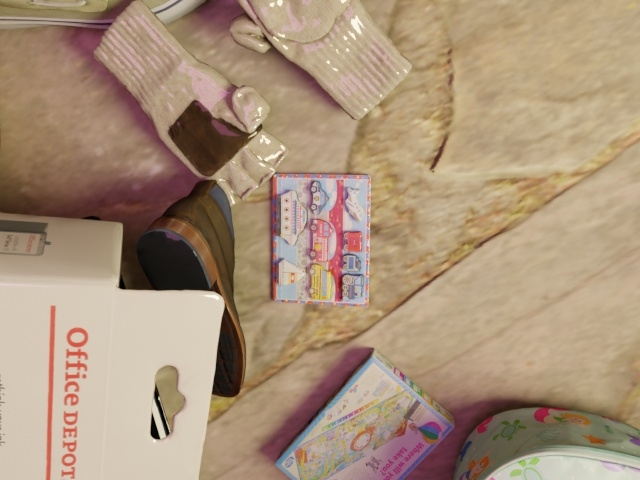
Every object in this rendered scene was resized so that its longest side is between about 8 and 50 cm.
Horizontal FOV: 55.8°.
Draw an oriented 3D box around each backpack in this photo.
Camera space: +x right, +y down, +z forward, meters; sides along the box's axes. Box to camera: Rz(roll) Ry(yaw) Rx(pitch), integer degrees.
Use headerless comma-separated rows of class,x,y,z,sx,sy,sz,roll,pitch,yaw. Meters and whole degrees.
backpack,0.208,0.279,0.505,0.224,0.191,0.254,10,94,10

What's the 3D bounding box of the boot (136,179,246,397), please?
boot,-0.100,0.050,0.585,0.082,0.106,0.219,3,128,14

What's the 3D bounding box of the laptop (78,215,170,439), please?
laptop,-0.378,0.220,0.625,0.407,0.236,0.382,-15,93,38

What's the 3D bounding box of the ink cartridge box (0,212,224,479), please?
ink cartridge box,-0.264,0.090,0.456,0.353,0.119,0.207,5,112,-18

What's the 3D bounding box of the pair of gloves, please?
pair of gloves,-0.065,-0.159,0.535,0.240,0.042,0.204,-32,107,21

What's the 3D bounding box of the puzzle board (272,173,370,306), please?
puzzle board,0.000,0.000,0.589,0.096,0.011,0.128,2,97,10

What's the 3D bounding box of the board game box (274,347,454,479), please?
board game box,0.042,0.198,0.598,0.103,0.026,0.154,41,102,3

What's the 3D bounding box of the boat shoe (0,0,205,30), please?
boat shoe,-0.235,-0.248,0.556,0.302,0.094,0.109,-5,96,11
